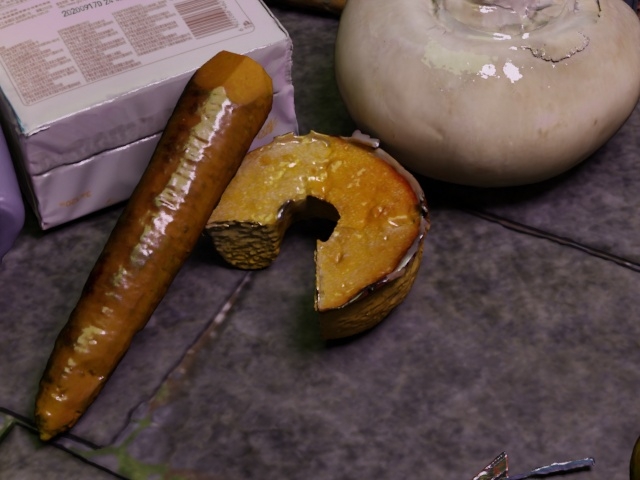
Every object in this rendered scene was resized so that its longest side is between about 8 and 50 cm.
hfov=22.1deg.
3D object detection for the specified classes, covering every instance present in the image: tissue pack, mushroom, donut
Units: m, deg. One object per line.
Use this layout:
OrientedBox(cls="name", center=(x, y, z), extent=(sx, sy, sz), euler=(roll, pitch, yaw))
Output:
OrientedBox(cls="tissue pack", center=(-0.158, -0.137, 1.313), extent=(0.225, 0.124, 0.185), euler=(-21, 49, -17))
OrientedBox(cls="mushroom", center=(0.135, -0.159, 1.275), extent=(0.246, 0.202, 0.246), euler=(6, 44, -6))
OrientedBox(cls="donut", center=(0.007, -0.008, 1.215), extent=(0.146, 0.078, 0.181), euler=(-41, 51, -22))

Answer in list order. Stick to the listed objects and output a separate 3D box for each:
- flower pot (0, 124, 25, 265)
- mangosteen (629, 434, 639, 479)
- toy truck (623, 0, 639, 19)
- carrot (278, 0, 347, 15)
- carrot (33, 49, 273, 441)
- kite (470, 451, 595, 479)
OrientedBox(cls="flower pot", center=(-0.351, -0.063, 1.181), extent=(0.265, 0.265, 0.243), euler=(-25, 61, -20))
OrientedBox(cls="mangosteen", center=(0.268, 0.174, 0.955), extent=(0.209, 0.210, 0.210), euler=(-1, 47, 1))
OrientedBox(cls="toy truck", center=(0.236, -0.242, 1.424), extent=(0.192, 0.083, 0.092), euler=(10, 48, 13))
OrientedBox(cls="carrot", center=(-0.060, -0.251, 1.459), extent=(0.298, 0.078, 0.078), euler=(23, 52, 17))
OrientedBox(cls="carrot", center=(-0.126, 0.002, 1.174), extent=(0.066, 0.066, 0.314), euler=(22, 72, 21))
OrientedBox(cls="kite", center=(0.117, 0.211, 1.057), extent=(0.160, 0.010, 0.183), euler=(-6, 44, 1))
